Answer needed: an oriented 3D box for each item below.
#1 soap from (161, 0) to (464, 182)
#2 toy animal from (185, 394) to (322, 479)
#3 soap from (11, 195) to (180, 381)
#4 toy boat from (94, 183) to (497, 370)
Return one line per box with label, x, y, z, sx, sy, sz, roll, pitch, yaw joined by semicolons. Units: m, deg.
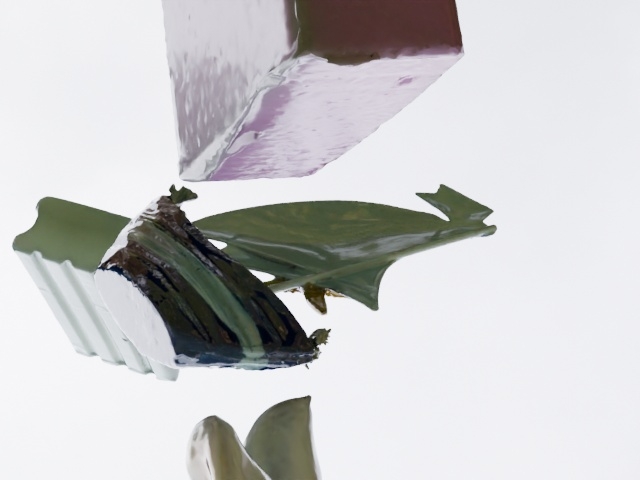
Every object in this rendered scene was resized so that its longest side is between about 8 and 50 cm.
soap;-0.021;-0.169;0.548;0.081;0.181;0.259;-3;-103;-22
toy animal;0.006;0.298;0.873;0.241;0.196;0.367;-32;-102;11
soap;-0.195;0.049;1.129;0.119;0.198;0.066;14;-120;17
toy boat;0.000;0.000;0.824;0.291;0.220;0.067;-19;-56;-28
